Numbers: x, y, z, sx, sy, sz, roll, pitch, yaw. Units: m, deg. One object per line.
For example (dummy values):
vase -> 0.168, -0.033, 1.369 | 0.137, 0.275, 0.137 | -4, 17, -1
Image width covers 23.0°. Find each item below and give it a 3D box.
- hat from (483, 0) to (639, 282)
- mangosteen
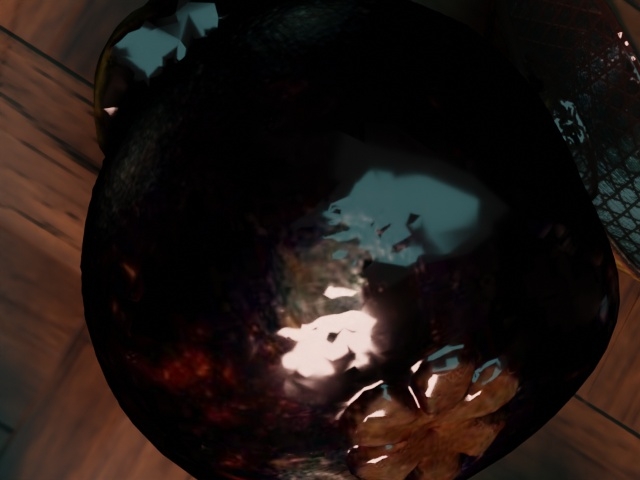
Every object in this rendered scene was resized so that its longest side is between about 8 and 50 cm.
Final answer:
hat -> 0.105, -0.050, 0.767 | 0.193, 0.082, 0.193 | 40, 38, -40
mangosteen -> 0.000, 0.000, 0.654 | 0.243, 0.243, 0.243 | 2, 83, -17
